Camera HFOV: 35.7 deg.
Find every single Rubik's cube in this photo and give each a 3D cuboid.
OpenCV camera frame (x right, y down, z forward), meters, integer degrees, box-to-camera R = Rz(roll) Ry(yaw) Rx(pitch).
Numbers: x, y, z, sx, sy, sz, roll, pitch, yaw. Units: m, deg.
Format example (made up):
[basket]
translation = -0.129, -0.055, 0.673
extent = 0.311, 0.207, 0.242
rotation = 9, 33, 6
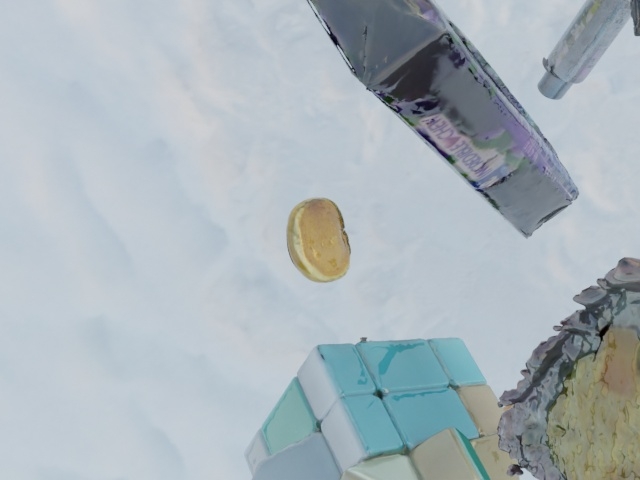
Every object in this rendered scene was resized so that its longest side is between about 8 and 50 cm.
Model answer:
[Rubik's cube]
translation = 0.062, 0.219, 0.905
extent = 0.224, 0.265, 0.213
rotation = -59, 44, 38

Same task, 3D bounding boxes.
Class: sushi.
[sushi]
translation = 0.193, 0.114, 0.542
extent = 0.241, 0.108, 0.161
rotation = 118, 145, -48

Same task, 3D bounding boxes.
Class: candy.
[candy]
translation = 0.089, -0.082, 0.628
extent = 0.061, 0.312, 0.088
rotation = -39, 62, 13

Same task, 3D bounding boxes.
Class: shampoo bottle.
[shampoo bottle]
translation = 0.380, -0.288, 1.426
extent = 0.072, 0.072, 0.214
rotation = 43, 141, 12

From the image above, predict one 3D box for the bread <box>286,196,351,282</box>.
[bread]
translation = 0.000, 0.000, 1.209
extent = 0.024, 0.110, 0.110
rotation = -18, 93, 43

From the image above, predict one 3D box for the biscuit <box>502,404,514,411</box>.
[biscuit]
translation = 0.231, 0.267, 1.348
extent = 0.027, 0.133, 0.184
rotation = 51, 120, 21

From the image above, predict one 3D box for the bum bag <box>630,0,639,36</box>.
[bum bag]
translation = 0.348, -0.273, 1.055
extent = 0.034, 0.058, 0.124
rotation = 169, 93, -70
